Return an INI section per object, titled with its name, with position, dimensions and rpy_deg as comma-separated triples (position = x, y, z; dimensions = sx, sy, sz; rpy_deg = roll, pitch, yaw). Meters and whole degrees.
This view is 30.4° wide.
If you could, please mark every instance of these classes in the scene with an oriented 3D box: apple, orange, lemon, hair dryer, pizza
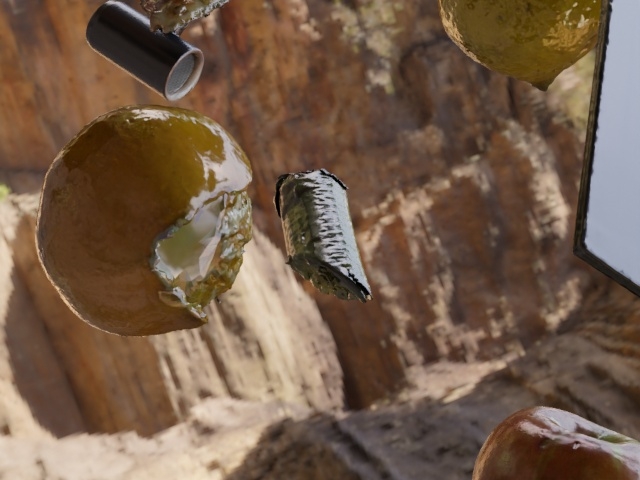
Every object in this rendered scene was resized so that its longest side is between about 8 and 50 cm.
[apple]
position = 0.236, 0.260, 1.123
dimensions = 0.196, 0.196, 0.196
rpy_deg = 160, -90, -75
[orange]
position = -0.108, -0.010, 0.768
dimensions = 0.134, 0.157, 0.156
rpy_deg = 32, -40, 54
[lemon]
position = 0.268, -0.332, 1.489
dimensions = 0.253, 0.228, 0.228
rpy_deg = -65, -151, 10
[hair dryer]
position = -0.155, -0.297, 1.350
dimensions = 0.128, 0.255, 0.070
rpy_deg = 32, -1, 17
[pizza]
position = -0.117, -0.263, 1.186
dimensions = 0.193, 0.201, 0.053
rpy_deg = -73, 141, -64

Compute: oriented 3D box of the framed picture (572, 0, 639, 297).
[framed picture]
position = 0.332, -0.055, 1.032
dimensions = 0.014, 0.255, 0.338
rpy_deg = -39, -153, 46

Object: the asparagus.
[asparagus]
position = 0.000, 0.000, 1.894
dimensions = 0.382, 0.128, 0.108
rpy_deg = -103, -174, -58
